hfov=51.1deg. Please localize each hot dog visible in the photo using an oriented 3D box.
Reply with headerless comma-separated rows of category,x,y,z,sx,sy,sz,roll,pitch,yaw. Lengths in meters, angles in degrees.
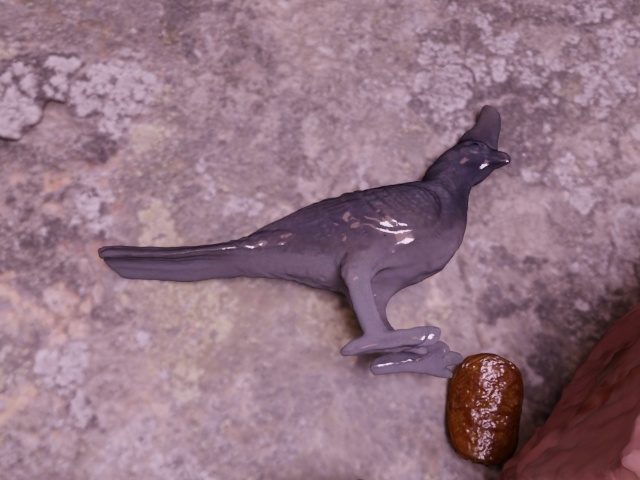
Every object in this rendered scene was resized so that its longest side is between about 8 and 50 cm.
hot dog,0.128,0.129,0.514,0.058,0.035,0.083,10,75,2

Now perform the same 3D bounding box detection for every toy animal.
toy animal,0.029,0.019,0.522,0.366,0.081,0.206,-22,54,-11

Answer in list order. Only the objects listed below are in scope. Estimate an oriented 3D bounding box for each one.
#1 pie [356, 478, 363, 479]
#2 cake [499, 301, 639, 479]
pie,0.056,0.287,0.366,0.315,0.092,0.315,22,43,-23
cake,0.302,0.129,0.382,0.314,0.307,0.293,-41,74,-15
